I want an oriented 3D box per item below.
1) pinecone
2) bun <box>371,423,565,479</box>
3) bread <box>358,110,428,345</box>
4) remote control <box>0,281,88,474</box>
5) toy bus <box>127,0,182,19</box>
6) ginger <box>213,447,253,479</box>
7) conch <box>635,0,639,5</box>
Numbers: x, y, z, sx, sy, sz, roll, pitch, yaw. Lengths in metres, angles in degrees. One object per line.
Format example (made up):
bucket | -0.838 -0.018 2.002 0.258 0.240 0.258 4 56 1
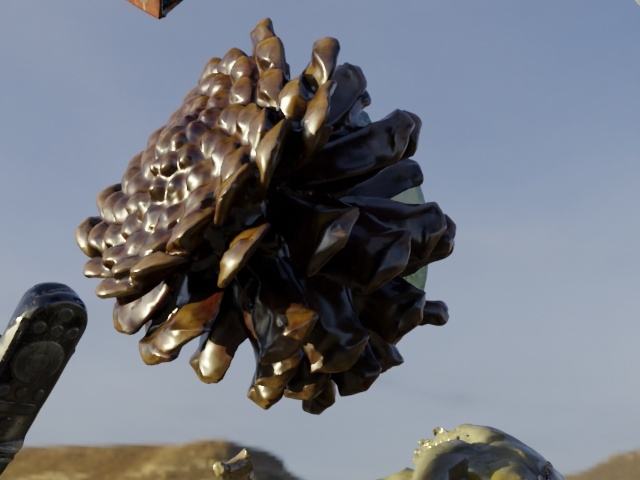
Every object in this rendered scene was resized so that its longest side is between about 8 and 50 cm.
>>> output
pinecone | -0.020 0.005 1.234 0.384 0.384 0.384 2 -17 1
bun | 0.127 0.280 1.089 0.281 0.281 0.205 6 -42 -13
bread | 0.000 0.000 1.728 0.129 0.382 0.366 -3 24 40
remote control | -0.342 0.158 1.387 0.090 0.266 0.066 20 19 -38
toy bus | -0.178 -0.330 1.256 0.096 0.073 0.235 28 -32 24
ginger | -0.105 0.299 1.670 0.030 0.048 0.097 20 -8 29
conch | 0.352 -0.224 1.082 0.183 0.275 0.149 9 8 26
